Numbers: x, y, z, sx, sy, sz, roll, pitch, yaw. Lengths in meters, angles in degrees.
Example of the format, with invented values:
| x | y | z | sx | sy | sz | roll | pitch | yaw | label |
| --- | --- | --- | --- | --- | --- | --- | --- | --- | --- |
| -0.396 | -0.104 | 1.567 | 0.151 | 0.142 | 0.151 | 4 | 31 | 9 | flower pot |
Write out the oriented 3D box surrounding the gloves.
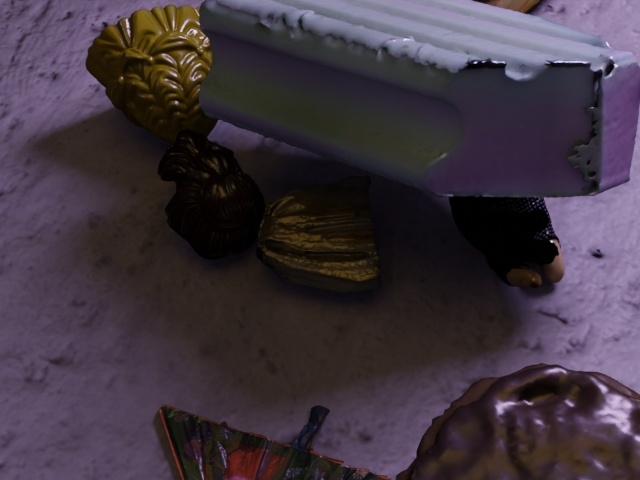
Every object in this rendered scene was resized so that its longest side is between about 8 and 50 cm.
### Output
| x | y | z | sx | sy | sz | roll | pitch | yaw | label |
| --- | --- | --- | --- | --- | --- | --- | --- | --- | --- |
| 0.202 | -0.010 | 1.387 | 0.106 | 0.129 | 0.181 | -15 | 41 | 13 | gloves |

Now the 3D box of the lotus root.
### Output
| x | y | z | sx | sy | sz | roll | pitch | yaw | label |
| --- | --- | --- | --- | --- | --- | --- | --- | --- | --- |
| 0.000 | 0.001 | 1.446 | 0.144 | 0.070 | 0.143 | 0 | 59 | 5 | lotus root |

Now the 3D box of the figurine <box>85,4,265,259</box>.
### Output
| x | y | z | sx | sy | sz | roll | pitch | yaw | label |
| --- | --- | --- | --- | --- | --- | --- | --- | --- | --- |
| -0.155 | -0.116 | 1.531 | 0.187 | 0.168 | 0.315 | 4 | 54 | -37 | figurine |

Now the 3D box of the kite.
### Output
| x | y | z | sx | sy | sz | roll | pitch | yaw | label |
| --- | --- | --- | --- | --- | --- | --- | --- | --- | --- |
| -0.054 | 0.265 | 1.293 | 0.321 | 0.016 | 0.234 | 14 | 59 | 21 | kite |

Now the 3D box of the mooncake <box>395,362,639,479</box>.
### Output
| x | y | z | sx | sy | sz | roll | pitch | yaw | label |
| --- | --- | --- | --- | --- | --- | --- | --- | --- | --- |
| 0.217 | 0.276 | 1.127 | 0.324 | 0.187 | 0.324 | -6 | 51 | 8 | mooncake |

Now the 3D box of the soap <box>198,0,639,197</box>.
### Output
| x | y | z | sx | sy | sz | roll | pitch | yaw | label |
| --- | --- | --- | --- | --- | --- | --- | --- | --- | --- |
| 0.109 | -0.169 | 1.358 | 0.446 | 0.156 | 0.261 | 21 | 28 | 37 | soap |

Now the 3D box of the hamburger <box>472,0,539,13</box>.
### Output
| x | y | z | sx | sy | sz | roll | pitch | yaw | label |
| --- | --- | --- | --- | --- | --- | --- | --- | --- | --- |
| 0.165 | -0.410 | 1.655 | 0.284 | 0.174 | 0.304 | -37 | 55 | -20 | hamburger |
